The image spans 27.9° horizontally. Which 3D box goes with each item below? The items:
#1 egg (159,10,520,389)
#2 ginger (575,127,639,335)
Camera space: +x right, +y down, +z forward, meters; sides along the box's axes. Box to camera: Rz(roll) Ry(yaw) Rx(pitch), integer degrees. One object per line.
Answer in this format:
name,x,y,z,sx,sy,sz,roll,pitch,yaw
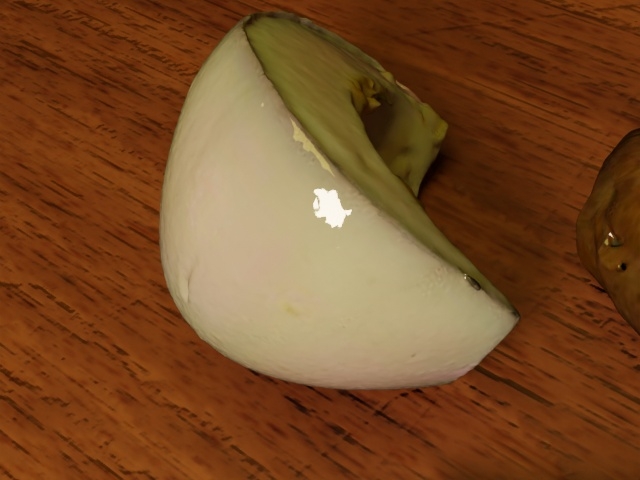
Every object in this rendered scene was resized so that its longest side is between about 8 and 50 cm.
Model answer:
egg,-0.015,-0.011,0.771,0.162,0.206,0.271,-47,34,19
ginger,0.240,0.031,0.700,0.133,0.107,0.309,-46,47,-4
